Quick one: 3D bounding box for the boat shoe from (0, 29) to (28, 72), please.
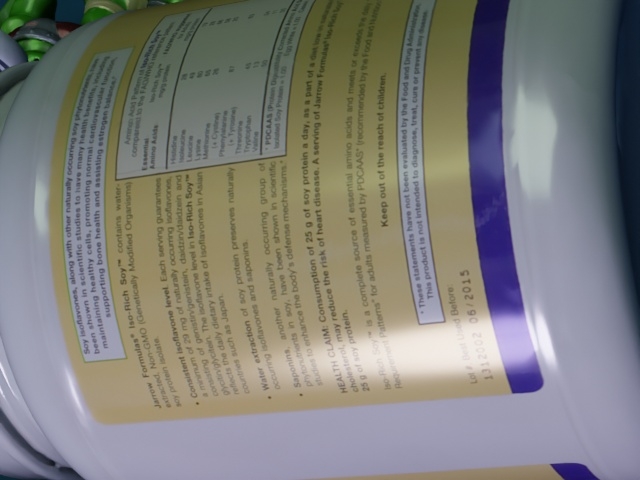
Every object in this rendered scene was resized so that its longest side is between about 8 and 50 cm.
[{"bbox_3d":[-0.233,-0.064,0.939,0.183,0.065,0.083,-9,52,43],"label":"boat shoe"}]

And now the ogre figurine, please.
[{"bbox_3d":[-0.161,-0.098,1.025,0.197,0.097,0.118,5,54,17],"label":"ogre figurine"}]

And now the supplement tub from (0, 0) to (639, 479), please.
[{"bbox_3d":[0.000,0.000,0.794,0.331,0.241,0.241,-7,61,24],"label":"supplement tub"}]
